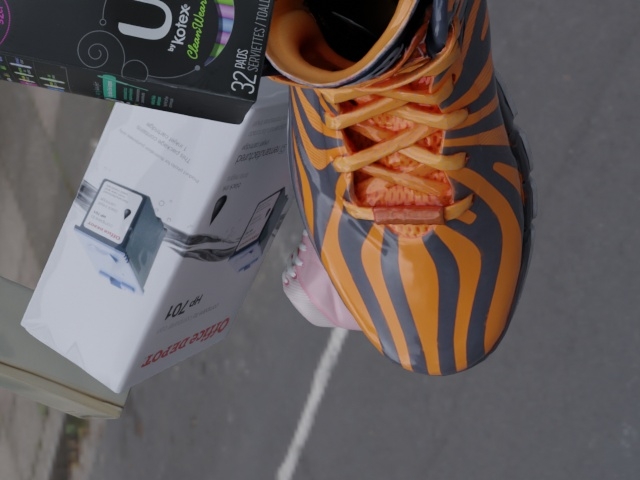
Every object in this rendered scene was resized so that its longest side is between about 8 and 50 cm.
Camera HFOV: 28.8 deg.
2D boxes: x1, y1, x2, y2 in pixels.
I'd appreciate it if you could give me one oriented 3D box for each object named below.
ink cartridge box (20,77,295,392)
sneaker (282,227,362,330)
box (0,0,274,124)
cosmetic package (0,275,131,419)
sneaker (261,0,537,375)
[{"bbox_3d":[-0.080,-0.021,0.745,0.082,0.140,0.190,31,111,15],"label":"ink cartridge box"},{"bbox_3d":[0.000,0.000,0.783,0.070,0.051,0.134,-5,118,27],"label":"sneaker"},{"bbox_3d":[-0.056,-0.073,0.361,0.052,0.083,0.062,163,117,-81],"label":"box"},{"bbox_3d":[-0.388,0.117,1.532,0.160,0.310,0.113,-17,52,62],"label":"cosmetic package"},{"bbox_3d":[0.019,-0.060,0.530,0.180,0.125,0.321,-65,-35,-64],"label":"sneaker"}]
